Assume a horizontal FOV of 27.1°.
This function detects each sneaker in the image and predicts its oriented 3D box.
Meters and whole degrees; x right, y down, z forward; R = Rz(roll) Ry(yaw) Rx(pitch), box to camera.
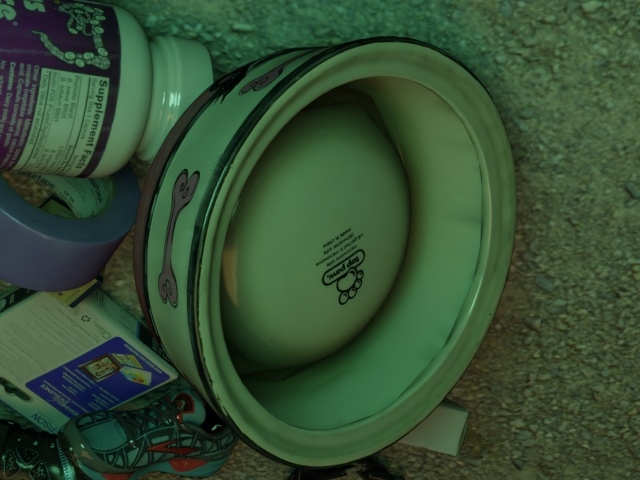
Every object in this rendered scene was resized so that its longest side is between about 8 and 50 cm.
[{"bbox_3d":[-0.360,0.270,1.627,0.341,0.125,0.139,42,91,-7],"label":"sneaker"},{"bbox_3d":[-0.198,0.219,1.609,0.262,0.104,0.125,4,132,-49],"label":"sneaker"}]

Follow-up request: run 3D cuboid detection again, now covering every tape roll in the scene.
[{"bbox_3d":[-0.280,-0.046,1.328,0.189,0.189,0.080,23,128,-20],"label":"tape roll"}]

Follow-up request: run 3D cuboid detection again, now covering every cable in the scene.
[{"bbox_3d":[0.021,0.353,1.797,0.151,0.047,0.184,17,131,-15],"label":"cable"}]

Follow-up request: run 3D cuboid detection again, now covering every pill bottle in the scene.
[{"bbox_3d":[-0.260,-0.146,1.228,0.302,0.169,0.169,5,135,-27],"label":"pill bottle"}]

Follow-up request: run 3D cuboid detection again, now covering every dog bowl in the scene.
[{"bbox_3d":[0.000,0.000,1.269,0.150,0.408,0.408,19,151,45],"label":"dog bowl"}]

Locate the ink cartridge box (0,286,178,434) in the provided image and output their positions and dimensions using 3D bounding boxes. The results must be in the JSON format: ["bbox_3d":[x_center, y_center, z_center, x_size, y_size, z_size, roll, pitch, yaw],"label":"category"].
[{"bbox_3d":[-0.313,0.137,1.594,0.208,0.045,0.206,-29,127,23],"label":"ink cartridge box"}]

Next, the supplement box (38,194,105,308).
[{"bbox_3d":[-0.282,0.012,1.453,0.083,0.083,0.056,34,124,-28],"label":"supplement box"}]

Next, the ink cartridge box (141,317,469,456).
[{"bbox_3d":[-0.028,0.167,1.543,0.371,0.176,0.069,17,90,-13],"label":"ink cartridge box"}]
